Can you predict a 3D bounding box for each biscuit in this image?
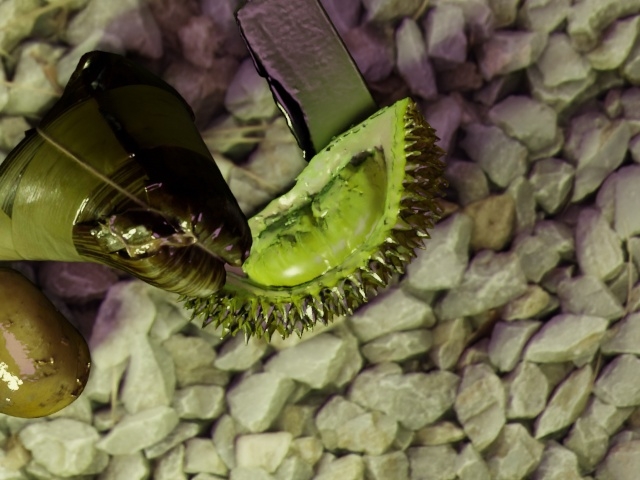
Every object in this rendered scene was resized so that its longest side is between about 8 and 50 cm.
[{"bbox_3d":[0.013,-0.135,1.198,0.099,0.038,0.322,-29,114,5],"label":"biscuit"}]

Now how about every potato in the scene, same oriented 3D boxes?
[{"bbox_3d":[-0.324,0.115,1.177,0.137,0.137,0.176,-39,112,4],"label":"potato"}]

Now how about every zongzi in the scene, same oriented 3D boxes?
[{"bbox_3d":[-0.235,0.002,1.071,0.317,0.289,0.154,-42,131,9],"label":"zongzi"}]

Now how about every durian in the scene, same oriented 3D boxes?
[{"bbox_3d":[0.000,0.000,1.205,0.351,0.158,0.169,-35,82,16],"label":"durian"}]
